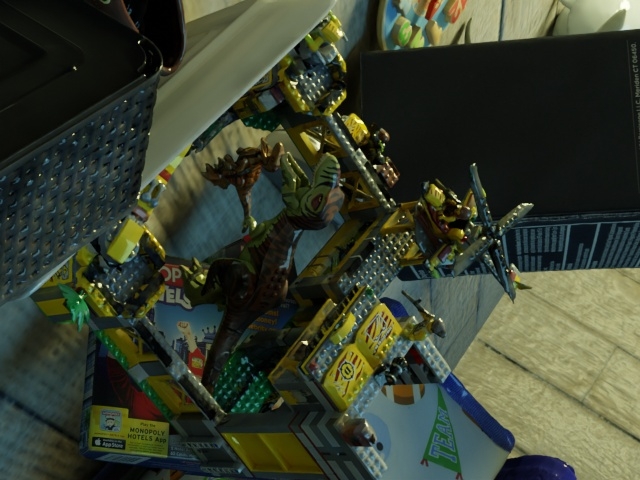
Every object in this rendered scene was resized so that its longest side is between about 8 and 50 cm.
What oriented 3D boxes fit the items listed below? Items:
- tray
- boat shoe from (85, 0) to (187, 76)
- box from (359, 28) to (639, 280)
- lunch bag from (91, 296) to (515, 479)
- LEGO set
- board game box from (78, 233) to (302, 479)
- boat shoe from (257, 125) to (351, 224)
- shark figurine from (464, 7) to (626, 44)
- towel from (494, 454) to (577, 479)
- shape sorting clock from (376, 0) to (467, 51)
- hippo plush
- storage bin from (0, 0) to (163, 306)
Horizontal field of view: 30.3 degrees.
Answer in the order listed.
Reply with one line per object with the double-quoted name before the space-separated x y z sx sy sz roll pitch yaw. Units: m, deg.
"tray" -0.114 -0.062 0.674 0.145 0.030 0.270 -7 -146 51
"boat shoe" -0.098 -0.161 0.570 0.073 0.073 0.207 -50 161 -23
"box" 0.201 -0.073 1.156 0.296 0.294 0.182 48 39 -76
"lunch bag" -0.074 0.254 1.094 0.385 0.239 0.328 -27 -164 49
"LEGO set" 0.000 0.000 0.767 0.192 0.255 0.331 -10 -156 47
"board game box" -0.083 0.072 0.868 0.060 0.194 0.194 -29 -125 52
"boat shoe" 0.003 -0.072 1.038 0.076 0.080 0.228 -63 166 -6
"shark figurine" 0.201 -0.196 1.312 0.166 0.116 0.278 -10 -177 -24
"towel" 0.094 0.329 1.072 0.308 0.076 0.228 -48 -168 -27
"shape sorting clock" 0.115 -0.257 1.090 0.206 0.040 0.206 -52 163 -23
"hippo plush" 0.366 -0.244 1.679 0.294 0.234 0.236 -35 125 -87
"storage bin" -0.166 -0.040 0.497 0.180 0.122 0.084 -42 158 -45
